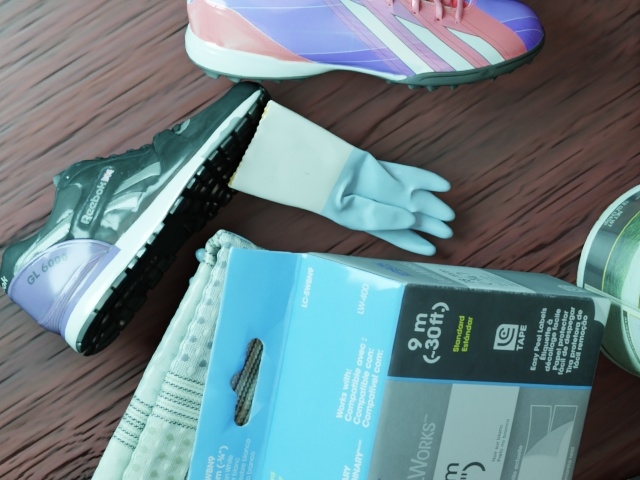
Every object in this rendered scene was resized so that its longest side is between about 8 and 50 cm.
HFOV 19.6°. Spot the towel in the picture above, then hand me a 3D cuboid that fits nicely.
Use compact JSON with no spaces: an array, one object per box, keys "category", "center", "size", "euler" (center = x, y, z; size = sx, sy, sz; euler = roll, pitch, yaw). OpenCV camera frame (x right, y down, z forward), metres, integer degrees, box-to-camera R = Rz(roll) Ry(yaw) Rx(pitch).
[{"category":"towel","center":[-0.034,0.185,1.644],"size":[0.312,0.056,0.324],"euler":[23,92,-33]}]

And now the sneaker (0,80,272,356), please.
[{"category":"sneaker","center":[-0.161,-0.048,1.581],"size":[0.124,0.107,0.283],"euler":[34,71,16]}]

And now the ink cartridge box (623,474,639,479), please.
[{"category":"ink cartridge box","center":[0.345,0.283,1.757],"size":[0.175,0.072,0.127],"euler":[-16,101,-10]}]

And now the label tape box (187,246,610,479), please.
[{"category":"label tape box","center":[0.070,0.143,1.595],"size":[0.333,0.106,0.241],"euler":[5,101,-31]}]

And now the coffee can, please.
[{"category":"coffee can","center":[0.365,0.056,1.624],"size":[0.201,0.275,0.202],"euler":[-2,98,-13]}]

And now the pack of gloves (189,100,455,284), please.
[{"category":"pack of gloves","center":[0.000,0.000,1.649],"size":[0.232,0.046,0.195],"euler":[22,97,-30]}]

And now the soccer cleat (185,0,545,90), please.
[{"category":"soccer cleat","center":[0.044,-0.201,1.590],"size":[0.318,0.109,0.116],"euler":[0,122,-10]}]
